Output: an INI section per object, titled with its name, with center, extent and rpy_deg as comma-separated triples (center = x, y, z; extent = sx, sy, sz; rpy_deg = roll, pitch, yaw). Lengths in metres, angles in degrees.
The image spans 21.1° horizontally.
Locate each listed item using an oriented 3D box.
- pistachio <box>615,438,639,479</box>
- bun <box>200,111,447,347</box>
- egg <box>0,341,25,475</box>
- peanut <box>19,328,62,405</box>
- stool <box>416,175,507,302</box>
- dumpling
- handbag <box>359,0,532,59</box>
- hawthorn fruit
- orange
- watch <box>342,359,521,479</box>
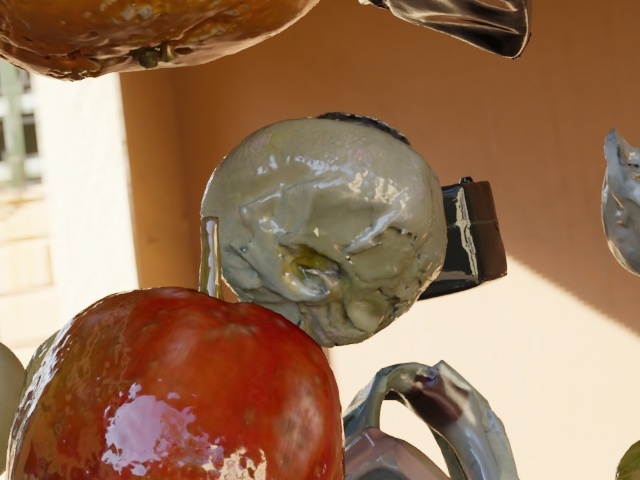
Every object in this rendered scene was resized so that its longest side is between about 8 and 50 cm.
[pistachio]
center = 0.325, 0.204, 1.411
extent = 0.189, 0.100, 0.110
rpy_deg = -3, 16, -17
[bun]
center = 0.000, 0.000, 1.608
extent = 0.239, 0.239, 0.141
rpy_deg = -9, 32, 20
[egg]
center = -0.437, 0.205, 2.044
extent = 0.186, 0.186, 0.241
rpy_deg = -5, -29, -31
[peanut]
center = -0.179, 0.136, 1.723
extent = 0.305, 0.147, 0.147
rpy_deg = -14, -7, 27
[stool]
center = 0.113, 0.005, 2.117
extent = 0.232, 0.141, 0.232
rpy_deg = -10, 0, 0
[dumpling]
center = 0.326, -0.031, 1.664
extent = 0.118, 0.199, 0.136
rpy_deg = -34, -19, 8
[handbag]
center = 0.141, -0.304, 1.963
extent = 0.223, 0.080, 0.247
rpy_deg = 22, -8, 11
[hawthorn fruit]
center = -0.109, 0.140, 1.351
extent = 0.287, 0.330, 0.287
rpy_deg = 8, -15, 2
[orange]
center = -0.157, -0.308, 1.477
extent = 0.424, 0.326, 0.424
rpy_deg = -6, -14, -1
[watch]
center = 0.125, 0.267, 1.980
extent = 0.162, 0.253, 0.241
rpy_deg = -43, -2, 37
